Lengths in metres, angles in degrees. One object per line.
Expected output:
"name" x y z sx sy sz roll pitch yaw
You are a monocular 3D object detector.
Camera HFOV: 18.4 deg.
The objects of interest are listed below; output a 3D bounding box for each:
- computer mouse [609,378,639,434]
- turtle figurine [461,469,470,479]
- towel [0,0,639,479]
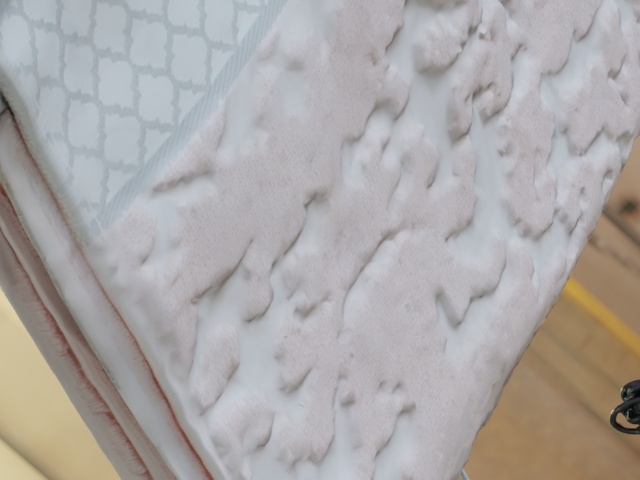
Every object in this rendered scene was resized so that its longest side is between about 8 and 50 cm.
"computer mouse" 0.327 0.161 1.343 0.184 0.262 0.060 -18 31 26
"turtle figurine" 0.000 0.000 0.901 0.118 0.234 0.175 -9 -48 -27
"towel" 0.019 -0.070 0.639 0.053 0.317 0.332 10 53 33
